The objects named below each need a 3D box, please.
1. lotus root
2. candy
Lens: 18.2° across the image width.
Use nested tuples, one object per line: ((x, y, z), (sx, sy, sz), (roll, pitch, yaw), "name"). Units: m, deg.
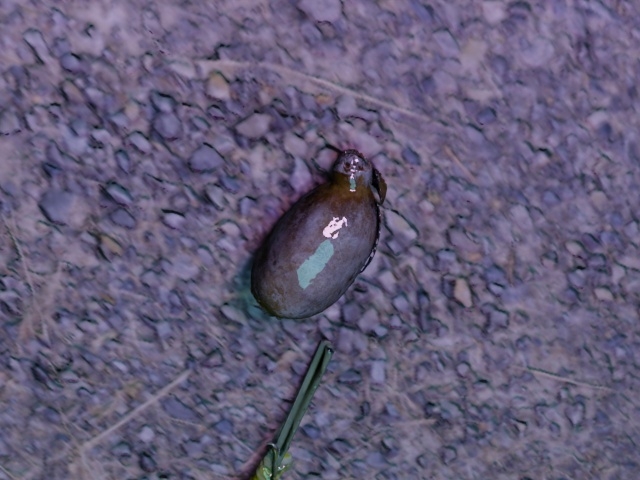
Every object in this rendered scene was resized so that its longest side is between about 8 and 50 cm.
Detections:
((0.002, 0.002, 1.659), (0.088, 0.088, 0.165), (27, 108, -30), "lotus root")
((-0.041, 0.199, 1.824), (0.077, 0.073, 0.262), (3, 122, -39), "candy")
